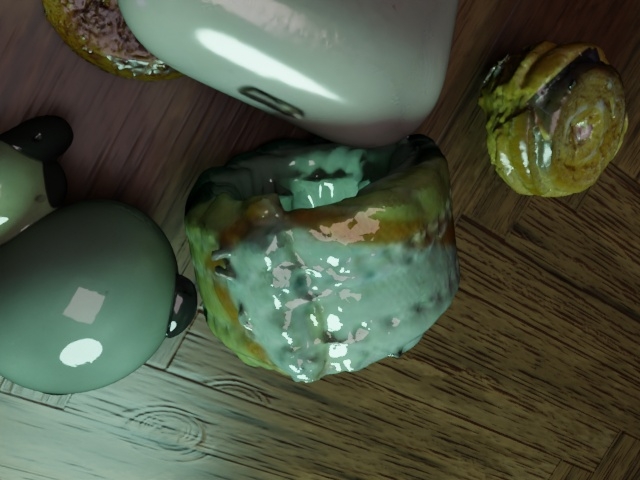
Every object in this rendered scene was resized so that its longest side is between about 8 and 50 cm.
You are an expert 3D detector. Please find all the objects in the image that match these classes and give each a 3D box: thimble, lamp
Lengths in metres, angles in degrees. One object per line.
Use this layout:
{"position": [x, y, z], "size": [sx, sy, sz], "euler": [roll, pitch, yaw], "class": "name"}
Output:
{"position": [0.000, 0.000, 0.612], "size": [0.254, 0.288, 0.167], "euler": [-7, 110, 13], "class": "thimble"}
{"position": [-0.244, 0.024, 0.595], "size": [0.198, 0.198, 0.244], "euler": [-33, 100, -8], "class": "lamp"}

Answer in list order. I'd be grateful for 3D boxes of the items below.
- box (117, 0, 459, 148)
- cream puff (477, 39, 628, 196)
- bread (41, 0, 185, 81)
{"position": [-0.003, -0.268, 0.549], "size": [0.289, 0.141, 0.349], "euler": [20, 70, -24], "class": "box"}
{"position": [0.262, -0.143, 0.753], "size": [0.189, 0.129, 0.189], "euler": [-12, 112, -30], "class": "cream puff"}
{"position": [-0.161, -0.239, 0.601], "size": [0.193, 0.064, 0.193], "euler": [-4, 103, -16], "class": "bread"}
